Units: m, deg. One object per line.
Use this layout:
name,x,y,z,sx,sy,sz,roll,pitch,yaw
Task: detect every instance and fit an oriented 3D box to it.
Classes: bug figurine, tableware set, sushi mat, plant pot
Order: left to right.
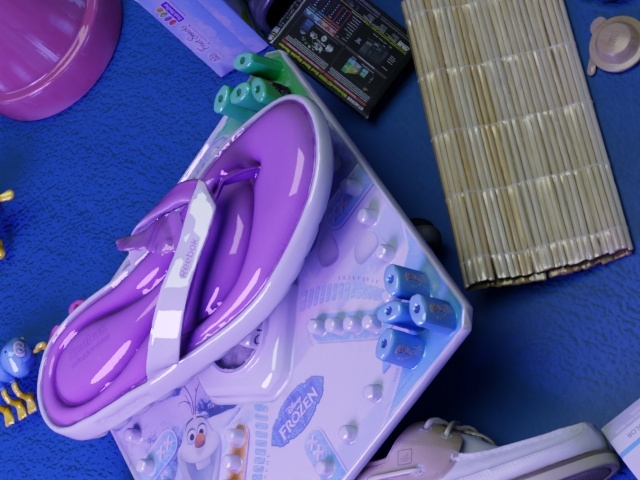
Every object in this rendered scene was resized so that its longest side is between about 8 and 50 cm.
bug figurine,-0.382,0.076,1.935,0.216,0.072,0.279,-34,55,22
plant pot,-0.340,-0.253,1.990,0.201,0.180,0.201,-12,64,26
sushi mat,0.174,-0.107,1.707,0.151,0.019,0.316,-14,63,6
tableware set,0.306,-0.216,1.694,0.169,0.020,0.141,-1,72,29

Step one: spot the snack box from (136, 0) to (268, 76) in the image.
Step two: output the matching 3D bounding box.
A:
snack box,-0.150,-0.291,1.897,0.070,0.174,0.207,-31,57,12

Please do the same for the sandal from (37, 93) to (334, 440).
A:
sandal,-0.137,0.036,1.650,0.416,0.102,0.169,-48,48,26

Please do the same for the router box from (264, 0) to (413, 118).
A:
router box,0.022,-0.189,1.791,0.092,0.122,0.038,-52,16,1

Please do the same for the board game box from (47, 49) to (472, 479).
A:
board game box,-0.077,0.080,1.688,0.390,0.050,0.390,-54,46,22

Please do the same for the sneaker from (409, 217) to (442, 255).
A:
sneaker,0.000,0.000,1.744,0.228,0.087,0.130,-23,67,27

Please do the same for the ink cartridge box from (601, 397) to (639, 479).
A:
ink cartridge box,0.329,0.199,1.483,0.109,0.062,0.209,-41,56,9

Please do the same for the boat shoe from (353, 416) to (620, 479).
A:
boat shoe,0.101,0.201,1.586,0.302,0.113,0.103,-23,66,22

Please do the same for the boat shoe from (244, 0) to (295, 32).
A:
boat shoe,0.057,-0.303,1.812,0.340,0.127,0.113,-23,62,23
